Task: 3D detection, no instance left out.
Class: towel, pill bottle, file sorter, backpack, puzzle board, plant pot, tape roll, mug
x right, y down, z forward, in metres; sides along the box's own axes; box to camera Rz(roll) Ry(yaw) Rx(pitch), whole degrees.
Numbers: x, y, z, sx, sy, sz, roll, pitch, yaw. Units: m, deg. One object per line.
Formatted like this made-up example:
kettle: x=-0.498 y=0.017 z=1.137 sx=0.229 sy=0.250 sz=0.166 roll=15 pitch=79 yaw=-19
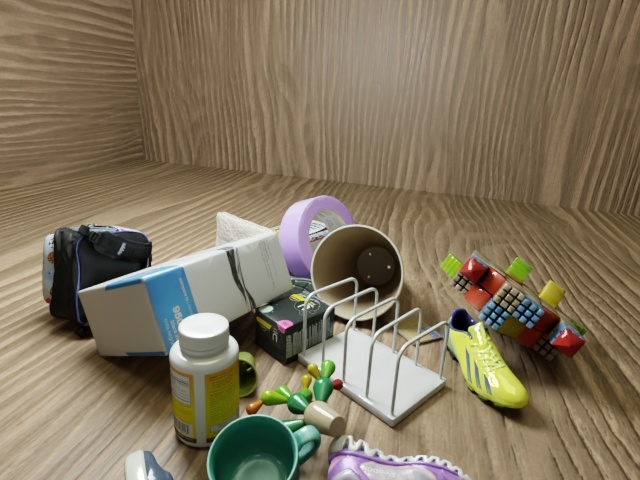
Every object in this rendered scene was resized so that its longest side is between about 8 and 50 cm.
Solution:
towel: x=-0.258 y=0.021 z=1.433 sx=0.282 sy=0.187 sz=0.049 roll=19 pitch=20 yaw=39
pill bottle: x=-0.203 y=0.243 z=0.768 sx=0.117 sy=0.215 sz=0.117 roll=3 pitch=19 yaw=-1
file sorter: x=0.114 y=0.220 z=0.951 sx=0.192 sy=0.173 sz=0.277 roll=-16 pitch=27 yaw=-41
backpack: x=-0.579 y=0.078 z=1.156 sx=0.213 sy=0.277 sz=0.263 roll=13 pitch=9 yaw=23
puzzle board: x=0.248 y=0.237 z=1.167 sx=0.096 sy=0.011 sz=0.128 roll=-5 pitch=22 yaw=-26
plant pot: x=0.139 y=0.084 z=1.286 sx=0.256 sy=0.257 sz=0.274 roll=10 pitch=4 yaw=19
plant pot: x=-0.167 y=0.272 z=0.915 sx=0.083 sy=0.083 sz=0.079 roll=3 pitch=7 yaw=0
tape roll: x=0.000 y=0.000 z=1.385 sx=0.090 sy=0.275 sz=0.274 roll=-7 pitch=7 yaw=45
mug: x=-0.082 y=0.344 z=0.647 sx=0.157 sy=0.097 sz=0.129 roll=4 pitch=38 yaw=6

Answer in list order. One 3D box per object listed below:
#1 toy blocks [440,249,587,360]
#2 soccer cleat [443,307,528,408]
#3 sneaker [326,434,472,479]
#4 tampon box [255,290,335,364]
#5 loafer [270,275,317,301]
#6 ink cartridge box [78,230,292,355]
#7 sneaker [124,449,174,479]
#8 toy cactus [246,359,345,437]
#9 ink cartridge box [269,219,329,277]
toy blocks: x=0.458 y=0.155 z=1.049 sx=0.381 sy=0.191 sz=0.261 roll=39 pitch=16 yaw=17
soccer cleat: x=0.358 y=0.253 z=0.972 sx=0.093 sy=0.121 sz=0.289 roll=0 pitch=20 yaw=-11
sneaker: x=0.110 y=0.376 z=0.644 sx=0.236 sy=0.095 sz=0.104 roll=4 pitch=23 yaw=20
tampon box: x=-0.062 y=0.207 z=1.063 sx=0.161 sy=0.102 sz=0.120 roll=-16 pitch=26 yaw=-42
loafer: x=-0.137 y=0.137 z=1.303 sx=0.267 sy=0.096 sz=0.084 roll=10 pitch=0 yaw=0
ink cartridge box: x=-0.304 y=0.119 z=1.046 sx=0.285 sy=0.166 sz=0.395 roll=-12 pitch=7 yaw=38
sneaker: x=-0.128 y=0.383 z=0.527 sx=0.148 sy=0.131 sz=0.350 roll=-14 pitch=35 yaw=-37
toy cactus: x=-0.027 y=0.305 z=0.763 sx=0.219 sy=0.112 sz=0.180 roll=-28 pitch=17 yaw=-33
ink cartridge box: x=-0.108 y=0.021 z=1.545 sx=0.271 sy=0.130 sz=0.309 roll=18 pitch=24 yaw=38
